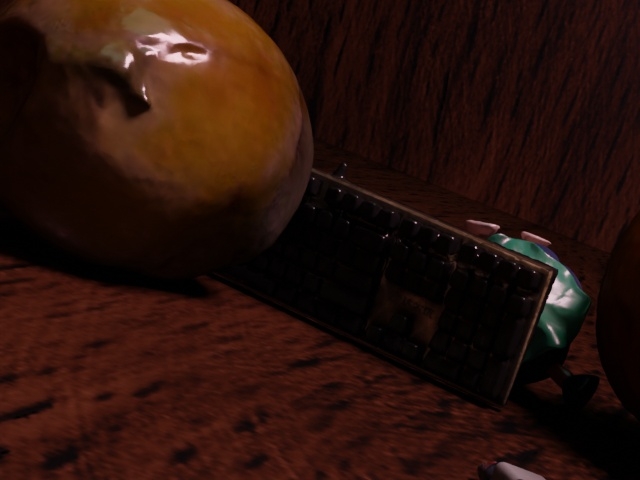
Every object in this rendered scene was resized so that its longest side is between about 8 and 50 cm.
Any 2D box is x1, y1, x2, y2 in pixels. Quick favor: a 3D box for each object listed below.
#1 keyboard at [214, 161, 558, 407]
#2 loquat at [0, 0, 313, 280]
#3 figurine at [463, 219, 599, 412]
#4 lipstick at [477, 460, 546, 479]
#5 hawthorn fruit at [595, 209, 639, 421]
[{"bbox_3d":[0.000,0.000,1.142,0.317,0.106,0.027,23,9,29],"label":"keyboard"},{"bbox_3d":[-0.103,-0.068,1.062,0.227,0.179,0.179,19,6,-45],"label":"loquat"},{"bbox_3d":[0.132,0.047,1.200,0.111,0.102,0.195,12,4,0],"label":"figurine"},{"bbox_3d":[0.087,0.116,0.823,0.025,0.025,0.107,21,1,-5],"label":"lipstick"},{"bbox_3d":[0.323,0.027,1.072,0.277,0.298,0.277,34,4,-3],"label":"hawthorn fruit"}]
